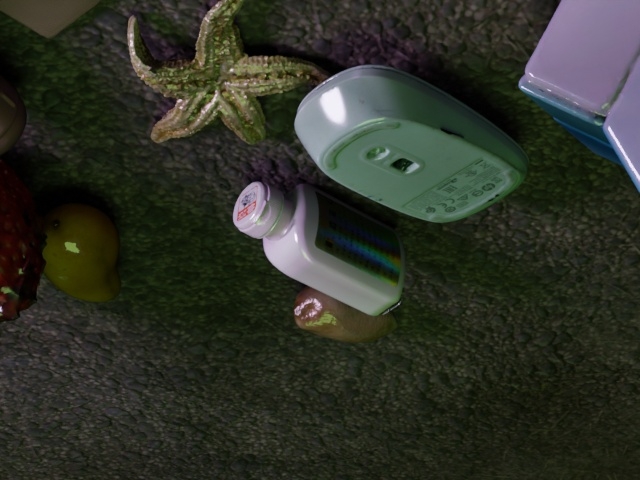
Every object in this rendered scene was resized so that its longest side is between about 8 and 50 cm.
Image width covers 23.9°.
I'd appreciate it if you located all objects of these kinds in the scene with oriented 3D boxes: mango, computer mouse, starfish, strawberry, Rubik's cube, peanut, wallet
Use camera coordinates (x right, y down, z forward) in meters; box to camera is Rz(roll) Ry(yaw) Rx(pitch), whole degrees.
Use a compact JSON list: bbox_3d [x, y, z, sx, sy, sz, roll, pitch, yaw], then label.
[{"bbox_3d":[-0.292,0.017,1.841,0.102,0.085,0.184,-5,153,1],"label":"mango"},{"bbox_3d":[0.099,-0.113,1.662,0.288,0.097,0.159,20,138,-41],"label":"computer mouse"},{"bbox_3d":[-0.104,-0.174,1.626,0.236,0.062,0.277,10,138,-22],"label":"starfish"},{"bbox_3d":[-0.447,-0.011,1.691,0.288,0.238,0.250,39,106,-12],"label":"strawberry"},{"bbox_3d":[0.396,-0.170,1.395,0.358,0.368,0.387,30,-174,25],"label":"Rubik's cube"},{"bbox_3d":[0.032,0.097,1.952,0.152,0.076,0.076,14,141,-27],"label":"peanut"},{"bbox_3d":[-0.293,-0.267,1.503,0.118,0.038,0.153,-25,140,32],"label":"wallet"}]

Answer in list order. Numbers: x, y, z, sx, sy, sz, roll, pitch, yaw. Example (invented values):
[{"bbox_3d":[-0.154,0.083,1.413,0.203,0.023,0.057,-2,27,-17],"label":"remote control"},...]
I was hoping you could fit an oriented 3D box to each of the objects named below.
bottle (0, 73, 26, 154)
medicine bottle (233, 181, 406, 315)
[{"bbox_3d":[-0.403,-0.178,1.552,0.120,0.120,0.253,-19,138,23],"label":"bottle"},{"bbox_3d":[0.000,0.000,1.789,0.219,0.115,0.078,26,137,-30],"label":"medicine bottle"}]
